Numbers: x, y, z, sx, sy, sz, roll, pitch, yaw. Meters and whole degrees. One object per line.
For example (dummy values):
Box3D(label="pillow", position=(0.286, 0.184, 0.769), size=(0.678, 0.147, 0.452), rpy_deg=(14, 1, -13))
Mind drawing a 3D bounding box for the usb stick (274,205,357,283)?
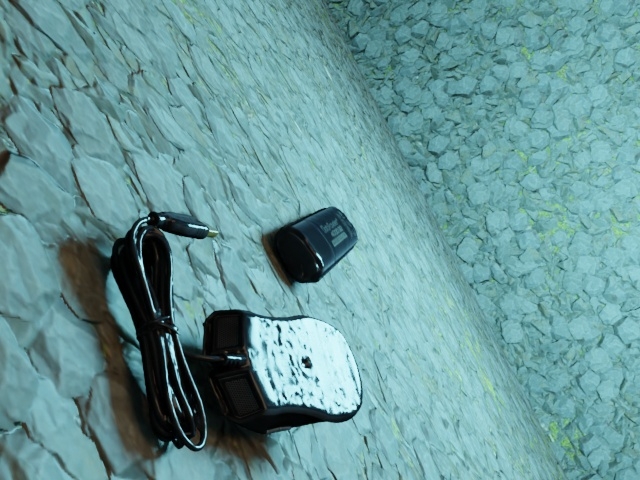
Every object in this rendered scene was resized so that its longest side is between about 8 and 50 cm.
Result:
Box3D(label="usb stick", position=(0.000, 0.000, 1.001), size=(0.077, 0.045, 0.278), rpy_deg=(54, 15, 0))

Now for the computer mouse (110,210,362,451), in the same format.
Box3D(label="computer mouse", position=(-0.069, 0.072, 0.611), size=(0.262, 0.060, 0.184), rpy_deg=(10, 55, -57))
